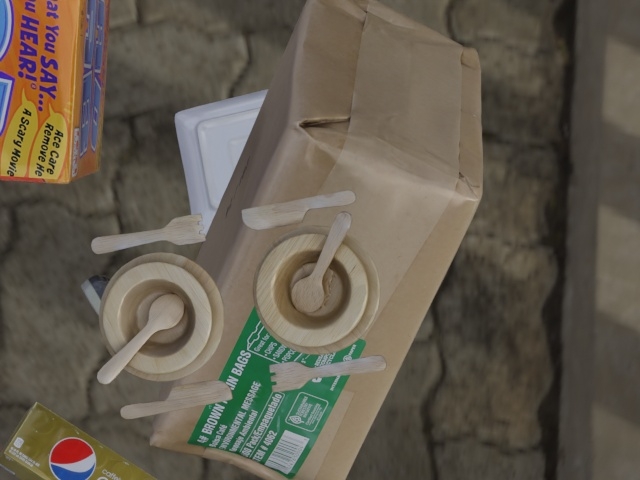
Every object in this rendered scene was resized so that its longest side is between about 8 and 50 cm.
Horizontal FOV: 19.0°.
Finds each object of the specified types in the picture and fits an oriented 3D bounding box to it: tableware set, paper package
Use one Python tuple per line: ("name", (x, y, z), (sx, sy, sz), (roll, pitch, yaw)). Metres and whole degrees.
("tableware set", (-0.058, 0.042, 1.266), (0.194, 0.039, 0.128), (-11, 88, 10))
("paper package", (0.000, 0.000, 1.593), (0.168, 0.309, 0.324), (22, 117, -7))

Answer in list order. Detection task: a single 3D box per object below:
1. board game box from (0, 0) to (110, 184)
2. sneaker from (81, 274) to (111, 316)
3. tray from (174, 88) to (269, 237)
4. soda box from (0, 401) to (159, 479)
("board game box", (-0.435, -0.258, 2.189), (0.356, 0.356, 0.356), (4, 94, -1))
("sneaker", (-0.137, 0.079, 1.975), (0.222, 0.083, 0.118), (40, 94, -25))
("tray", (-0.013, -0.097, 1.965), (0.270, 0.030, 0.145), (-13, 79, 8))
("soda box", (-0.217, 0.232, 1.827), (0.181, 0.058, 0.061), (34, 65, -8))
